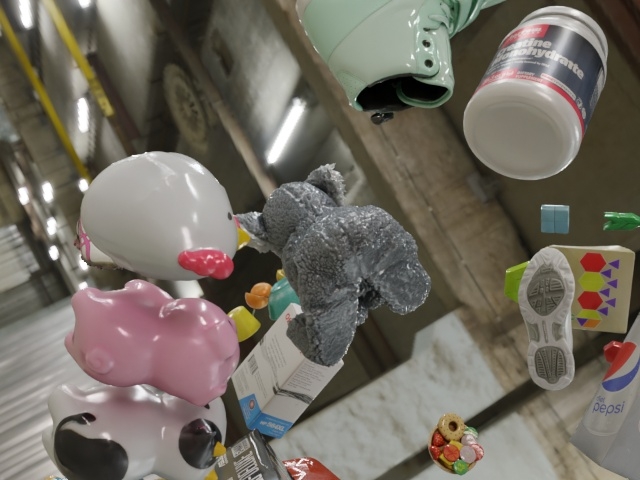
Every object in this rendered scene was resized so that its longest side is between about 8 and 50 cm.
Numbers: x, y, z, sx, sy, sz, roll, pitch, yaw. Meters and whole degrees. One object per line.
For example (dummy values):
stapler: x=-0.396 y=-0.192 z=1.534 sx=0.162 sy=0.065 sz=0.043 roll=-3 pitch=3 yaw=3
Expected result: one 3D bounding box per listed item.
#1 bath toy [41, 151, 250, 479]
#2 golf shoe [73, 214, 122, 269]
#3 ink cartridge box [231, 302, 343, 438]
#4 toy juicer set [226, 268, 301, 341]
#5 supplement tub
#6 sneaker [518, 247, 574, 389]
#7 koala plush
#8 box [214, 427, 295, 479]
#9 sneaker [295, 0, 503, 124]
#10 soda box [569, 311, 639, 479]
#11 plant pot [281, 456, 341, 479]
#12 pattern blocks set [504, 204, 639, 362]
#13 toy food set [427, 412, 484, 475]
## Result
bath toy: x=-0.126 y=0.102 z=0.672 sx=0.129 sy=0.151 sz=0.348 roll=34 pitch=-59 yaw=37
golf shoe: x=-0.386 y=-0.007 z=1.464 sx=0.186 sy=0.068 sz=0.085 roll=35 pitch=-62 yaw=52
ink cartridge box: x=-0.064 y=0.243 z=1.574 sx=0.086 sy=0.203 sz=0.148 roll=29 pitch=20 yaw=-32
toy juicer set: x=-0.052 y=0.114 z=1.924 sx=0.329 sy=0.209 sz=0.089 roll=-28 pitch=-76 yaw=25
supplement tub: x=0.368 y=-0.251 z=1.415 sx=0.191 sy=0.272 sz=0.191 roll=19 pitch=-39 yaw=16
sneaker: x=0.380 y=0.126 z=1.411 sx=0.115 sy=0.091 sz=0.232 roll=-11 pitch=102 yaw=-73
koala plush: x=0.000 y=0.000 z=1.067 sx=0.221 sy=0.196 sz=0.203 roll=48 pitch=-16 yaw=38
box: x=0.004 y=0.373 z=0.905 sx=0.307 sy=0.077 sz=0.242 roll=56 pitch=-7 yaw=-11
sneaker: x=0.121 y=-0.194 z=0.786 sx=0.094 sy=0.256 sz=0.151 roll=91 pitch=-21 yaw=-65
soda box: x=0.490 y=0.208 z=1.242 sx=0.098 sy=0.286 sz=0.091 roll=26 pitch=3 yaw=-16
plant pot: x=-0.051 y=0.464 z=1.194 sx=0.267 sy=0.267 sz=0.235 roll=31 pitch=-72 yaw=41
pattern blocks set: x=0.467 y=0.086 z=1.469 sx=0.286 sy=0.026 sz=0.324 roll=12 pitch=-56 yaw=13
toy food set: x=0.198 y=0.302 z=1.235 sx=0.083 sy=0.083 sz=0.020 roll=39 pitch=-33 yaw=6
